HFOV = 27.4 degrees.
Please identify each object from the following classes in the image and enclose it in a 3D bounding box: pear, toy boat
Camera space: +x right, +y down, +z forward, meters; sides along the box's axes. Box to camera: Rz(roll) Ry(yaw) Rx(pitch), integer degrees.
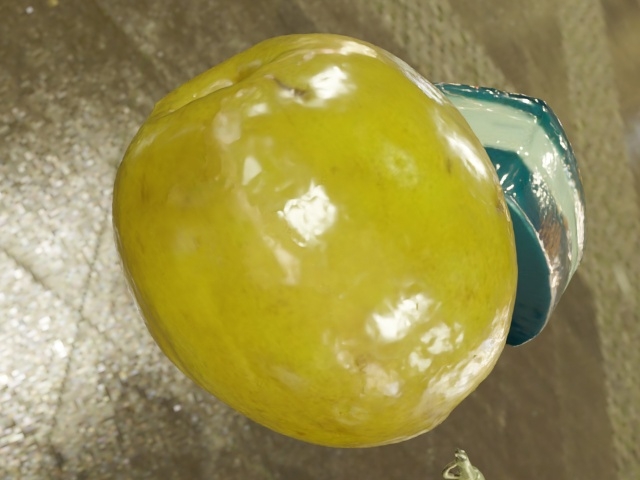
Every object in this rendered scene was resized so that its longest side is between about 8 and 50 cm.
[{"bbox_3d":[0.000,0.000,0.500,0.162,0.149,0.149,52,29,-25],"label":"pear"},{"bbox_3d":[0.114,0.000,0.821,0.299,0.096,0.061,58,46,-63],"label":"toy boat"}]

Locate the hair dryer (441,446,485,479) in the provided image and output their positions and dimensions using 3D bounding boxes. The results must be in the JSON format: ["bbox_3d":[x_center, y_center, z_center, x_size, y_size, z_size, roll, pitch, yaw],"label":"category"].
[{"bbox_3d":[0.169,0.222,1.165,0.199,0.167,0.067,101,-25,-49],"label":"hair dryer"}]
